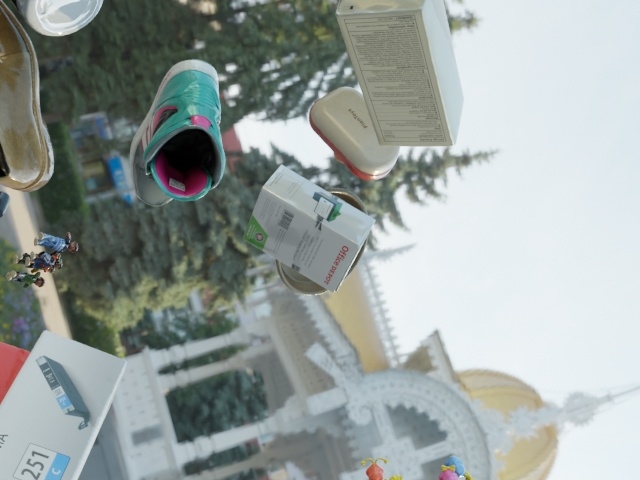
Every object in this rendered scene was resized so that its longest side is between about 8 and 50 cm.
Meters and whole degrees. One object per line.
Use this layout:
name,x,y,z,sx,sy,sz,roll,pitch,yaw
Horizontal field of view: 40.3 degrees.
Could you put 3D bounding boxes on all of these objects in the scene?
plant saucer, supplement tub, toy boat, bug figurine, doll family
plant saucer,0.000,0.000,2.111,0.041,0.278,0.278,32,-42,46
supplement tub,-0.388,-0.380,1.190,0.190,0.117,0.117,52,-22,23
toy boat,0.073,-0.231,2.025,0.231,0.151,0.151,48,-28,13
bug figurine,0.227,0.544,1.989,0.216,0.279,0.072,-153,-122,-84
doll family,-0.670,0.047,2.124,0.193,0.111,0.076,-32,-125,30

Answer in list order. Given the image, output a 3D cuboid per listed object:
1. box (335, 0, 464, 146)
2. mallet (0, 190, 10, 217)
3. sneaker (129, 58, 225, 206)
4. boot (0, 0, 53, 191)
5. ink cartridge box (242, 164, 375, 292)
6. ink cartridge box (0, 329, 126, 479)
box,0.142,-0.301,1.462,0.311,0.148,0.121,66,33,-51
mallet,-0.739,-0.129,1.959,0.189,0.039,0.062,94,-1,-51
sneaker,-0.226,-0.115,1.360,0.295,0.124,0.178,120,-27,-43
boot,-0.453,-0.219,1.192,0.115,0.112,0.305,4,67,-82
ink cartridge box,-0.024,-0.021,1.713,0.219,0.092,0.160,31,-43,4
ink cartridge box,-0.448,0.246,1.239,0.296,0.261,0.066,-78,-169,-54
